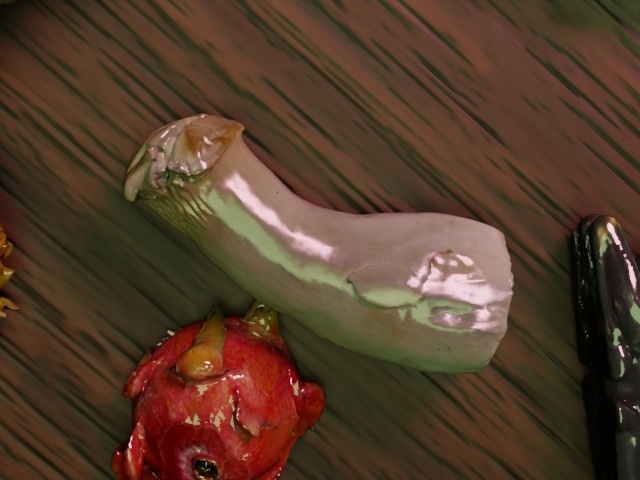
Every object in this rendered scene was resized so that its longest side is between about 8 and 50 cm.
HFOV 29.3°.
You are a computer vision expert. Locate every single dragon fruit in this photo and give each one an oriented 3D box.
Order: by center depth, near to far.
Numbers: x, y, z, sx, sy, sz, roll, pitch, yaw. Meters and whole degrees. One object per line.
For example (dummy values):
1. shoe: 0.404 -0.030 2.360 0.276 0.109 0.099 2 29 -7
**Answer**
1. dragon fruit: -0.059 0.103 0.694 0.126 0.068 0.112 -32 98 5

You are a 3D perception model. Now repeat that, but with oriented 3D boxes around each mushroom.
1. mushroom: -0.003 0.003 0.675 0.223 0.081 0.092 24 116 -2

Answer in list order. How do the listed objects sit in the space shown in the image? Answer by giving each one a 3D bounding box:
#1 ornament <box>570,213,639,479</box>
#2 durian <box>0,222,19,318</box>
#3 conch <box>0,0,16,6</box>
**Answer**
1. ornament: 0.271 0.071 0.688 0.236 0.080 0.202 -8 95 0
2. durian: -0.283 0.001 0.647 0.250 0.138 0.183 24 89 -10
3. conch: -0.222 -0.179 0.548 0.197 0.368 0.249 49 135 4
